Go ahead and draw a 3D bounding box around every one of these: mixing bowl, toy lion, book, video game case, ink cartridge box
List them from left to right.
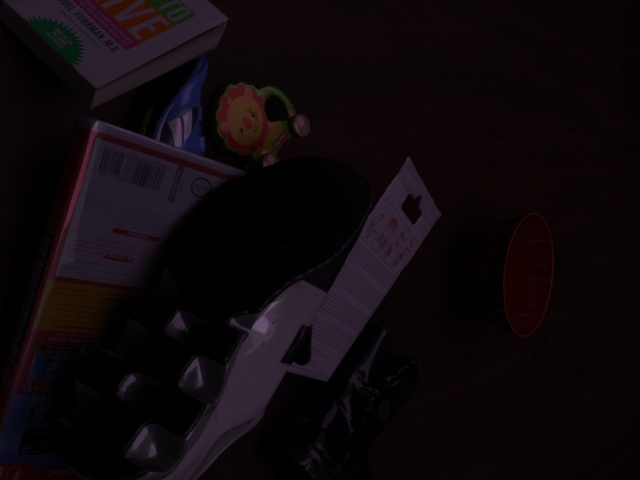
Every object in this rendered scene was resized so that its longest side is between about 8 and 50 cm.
[{"bbox_3d":[-0.154,-0.166,0.590,0.096,0.035,0.144,44,48,3],"label":"book"},{"bbox_3d":[-0.148,0.065,0.625,0.204,0.025,0.285,16,91,-52],"label":"video game case"},{"bbox_3d":[-0.064,-0.116,0.753,0.096,0.034,0.100,57,51,-30],"label":"toy lion"},{"bbox_3d":[0.024,0.030,0.764,0.225,0.056,0.181,-58,157,-3],"label":"ink cartridge box"},{"bbox_3d":[0.266,0.048,1.146,0.181,0.098,0.182,-7,99,-52],"label":"mixing bowl"}]

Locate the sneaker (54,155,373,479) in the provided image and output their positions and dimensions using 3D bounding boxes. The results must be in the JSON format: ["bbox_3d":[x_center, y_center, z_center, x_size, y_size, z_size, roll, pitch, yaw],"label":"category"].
[{"bbox_3d":[-0.070,0.069,0.628,0.330,0.122,0.146,-50,155,-27],"label":"sneaker"}]

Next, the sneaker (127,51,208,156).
[{"bbox_3d":[-0.126,-0.094,0.655,0.059,0.053,0.144,28,80,-50],"label":"sneaker"}]

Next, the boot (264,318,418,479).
[{"bbox_3d":[0.058,0.237,0.898,0.207,0.094,0.246,-49,124,-33],"label":"boot"}]
